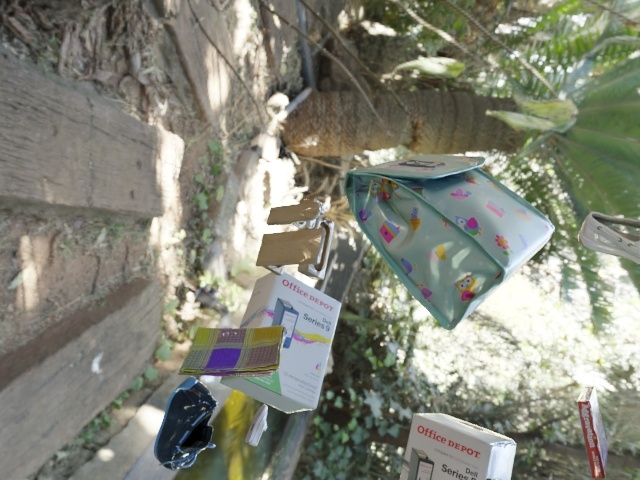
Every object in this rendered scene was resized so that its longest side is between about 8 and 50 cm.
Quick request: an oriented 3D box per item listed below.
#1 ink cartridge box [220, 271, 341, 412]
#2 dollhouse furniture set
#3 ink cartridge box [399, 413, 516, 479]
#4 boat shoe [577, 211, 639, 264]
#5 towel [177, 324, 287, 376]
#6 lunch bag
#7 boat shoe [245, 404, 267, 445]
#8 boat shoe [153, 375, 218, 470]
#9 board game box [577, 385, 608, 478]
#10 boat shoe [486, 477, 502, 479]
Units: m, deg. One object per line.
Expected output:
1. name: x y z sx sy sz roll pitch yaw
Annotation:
1. ink cartridge box: -0.066 0.182 0.957 0.093 0.154 0.212 -29 -144 47
2. dollhouse furniture set: 0.000 0.000 0.888 0.151 0.123 0.144 34 60 -46
3. ink cartridge box: 0.275 0.526 1.106 0.115 0.198 0.272 18 82 -41
4. boat shoe: 0.762 -0.003 1.232 0.096 0.277 0.098 83 28 -44
5. towel: -0.070 0.090 0.436 0.060 0.083 0.009 -77 163 -61
6. lunch bag: 0.182 -0.035 0.787 0.223 0.262 0.160 -22 152 -47
7. boat shoe: -0.149 0.457 1.296 0.035 0.035 0.100 -28 -150 47
8. boat shoe: -0.250 0.366 0.980 0.109 0.089 0.258 -44 160 -44
9. board game box: 0.594 0.405 1.141 0.281 0.027 0.145 15 64 -60
10. boat shoe: 0.320 0.409 0.614 0.340 0.127 0.158 -19 -127 67
